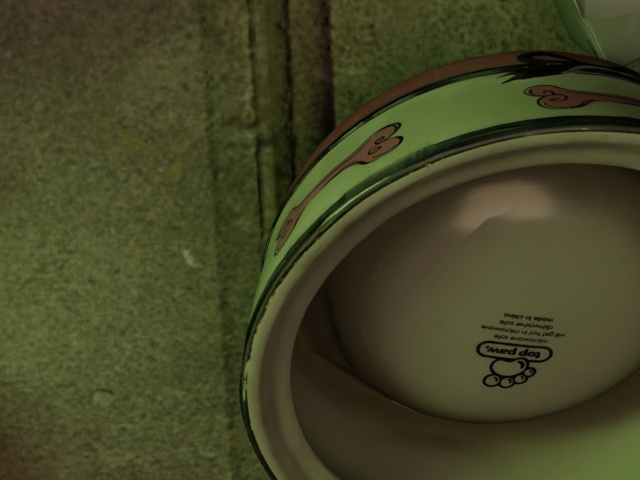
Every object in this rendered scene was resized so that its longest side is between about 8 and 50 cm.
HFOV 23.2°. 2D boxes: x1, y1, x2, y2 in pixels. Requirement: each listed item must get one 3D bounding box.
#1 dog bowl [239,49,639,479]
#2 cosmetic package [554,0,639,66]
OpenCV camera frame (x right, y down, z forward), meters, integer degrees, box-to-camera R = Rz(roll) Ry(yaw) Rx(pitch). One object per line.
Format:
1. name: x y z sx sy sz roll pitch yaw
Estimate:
1. dog bowl: 0.141 0.044 1.109 0.408 0.150 0.408 -4 129 -5
2. cosmetic package: 0.268 -0.233 1.096 0.238 0.107 0.127 -26 113 5
